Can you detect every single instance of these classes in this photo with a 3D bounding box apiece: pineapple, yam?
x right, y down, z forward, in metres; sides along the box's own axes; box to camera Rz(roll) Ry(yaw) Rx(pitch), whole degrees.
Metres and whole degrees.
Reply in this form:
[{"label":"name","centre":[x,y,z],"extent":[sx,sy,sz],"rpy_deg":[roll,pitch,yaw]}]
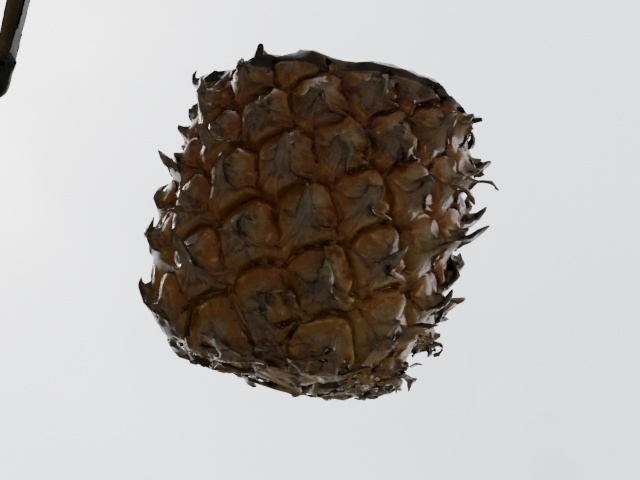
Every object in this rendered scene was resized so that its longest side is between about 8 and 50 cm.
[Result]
[{"label":"pineapple","centre":[-0.002,0.001,1.256],"extent":[0.352,0.352,0.300],"rpy_deg":[4,-104,19]},{"label":"yam","centre":[-0.165,-0.130,0.695],"extent":[0.014,0.014,0.107],"rpy_deg":[14,-88,17]}]
